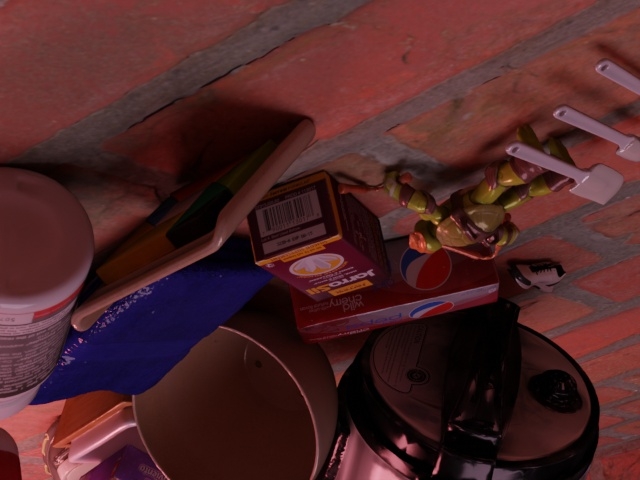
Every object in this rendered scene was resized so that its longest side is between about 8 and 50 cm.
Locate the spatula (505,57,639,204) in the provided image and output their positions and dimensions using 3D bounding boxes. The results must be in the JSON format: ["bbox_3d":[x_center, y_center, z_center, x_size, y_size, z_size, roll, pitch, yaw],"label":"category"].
[{"bbox_3d":[0.302,-0.118,1.365,0.168,0.019,0.242,-44,146,23],"label":"spatula"}]

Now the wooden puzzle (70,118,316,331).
[{"bbox_3d":[-0.129,-0.021,1.281,0.238,0.044,0.221,-31,-166,36],"label":"wooden puzzle"}]

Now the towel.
[{"bbox_3d":[-0.217,0.091,1.571,0.227,0.076,0.308,0,146,-50],"label":"towel"}]

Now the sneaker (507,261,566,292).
[{"bbox_3d":[0.306,0.044,1.838,0.109,0.040,0.044,8,135,-48],"label":"sneaker"}]

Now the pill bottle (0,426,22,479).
[{"bbox_3d":[-0.511,0.385,1.747,0.229,0.408,0.229,-11,159,-4],"label":"pill bottle"}]

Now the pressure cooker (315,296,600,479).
[{"bbox_3d":[0.200,0.292,1.856,0.375,0.370,0.421,-10,130,-30],"label":"pressure cooker"}]

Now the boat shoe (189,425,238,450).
[{"bbox_3d":[-0.103,0.342,1.945,0.113,0.105,0.306,-29,154,36],"label":"boat shoe"}]

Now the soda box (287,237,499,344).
[{"bbox_3d":[0.092,0.056,1.668,0.263,0.092,0.083,-13,160,2],"label":"soda box"}]

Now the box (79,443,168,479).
[{"bbox_3d":[-0.248,0.396,1.945,0.200,0.057,0.293,28,153,-12],"label":"box"}]

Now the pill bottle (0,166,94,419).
[{"bbox_3d":[-0.333,0.066,1.327,0.161,0.161,0.283,-2,148,-23],"label":"pill bottle"}]

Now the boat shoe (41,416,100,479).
[{"bbox_3d":[-0.417,0.377,2.218,0.109,0.091,0.305,-28,164,-17],"label":"boat shoe"}]

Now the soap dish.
[{"bbox_3d":[-0.229,0.254,1.965,0.290,0.118,0.229,5,154,-37],"label":"soap dish"}]

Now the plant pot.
[{"bbox_3d":[-0.087,0.210,1.782,0.284,0.284,0.191,-26,-175,33],"label":"plant pot"}]

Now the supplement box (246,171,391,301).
[{"bbox_3d":[0.000,0.000,1.493,0.104,0.081,0.188,-18,158,16],"label":"supplement box"}]

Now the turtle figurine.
[{"bbox_3d":[0.168,-0.042,1.457,0.269,0.087,0.217,25,133,-38],"label":"turtle figurine"}]
